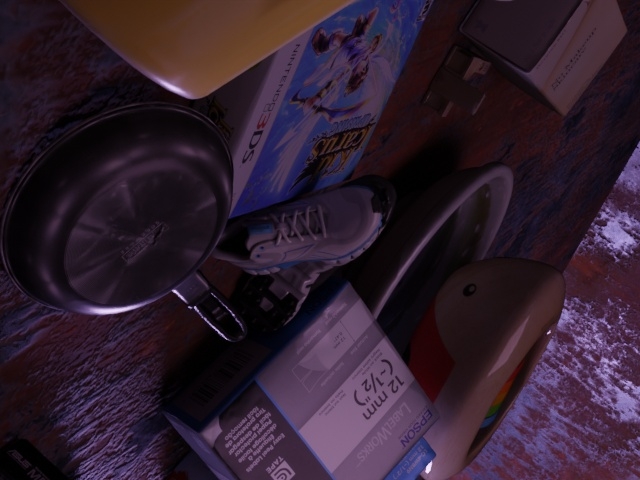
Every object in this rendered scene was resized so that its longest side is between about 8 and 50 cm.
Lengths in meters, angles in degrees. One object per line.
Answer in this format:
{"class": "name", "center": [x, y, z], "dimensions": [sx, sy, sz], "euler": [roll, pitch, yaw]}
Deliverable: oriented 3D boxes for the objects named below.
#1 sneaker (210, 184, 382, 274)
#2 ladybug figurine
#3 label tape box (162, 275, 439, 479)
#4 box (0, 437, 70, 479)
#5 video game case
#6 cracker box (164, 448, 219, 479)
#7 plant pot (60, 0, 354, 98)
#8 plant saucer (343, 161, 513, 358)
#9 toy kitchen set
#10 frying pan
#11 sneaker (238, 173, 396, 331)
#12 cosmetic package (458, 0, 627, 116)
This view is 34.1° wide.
{"class": "sneaker", "center": [-0.030, -0.007, 1.015], "dimensions": [0.190, 0.071, 0.083], "euler": [-19, 165, 31]}
{"class": "ladybug figurine", "center": [0.223, 0.192, 1.601], "dimensions": [0.305, 0.162, 0.449], "euler": [-36, 153, -44]}
{"class": "label tape box", "center": [0.012, 0.246, 1.269], "dimensions": [0.249, 0.115, 0.348], "euler": [-44, 115, -20]}
{"class": "box", "center": [-0.235, 0.303, 0.972], "dimensions": [0.045, 0.190, 0.184], "euler": [-35, 152, -41]}
{"class": "video game case", "center": [-0.007, -0.149, 0.956], "dimensions": [0.269, 0.061, 0.244], "euler": [-23, 144, -57]}
{"class": "cracker box", "center": [-0.072, 0.288, 1.377], "dimensions": [0.232, 0.155, 0.067], "euler": [-48, 161, -19]}
{"class": "plant pot", "center": [-0.038, -0.213, 0.542], "dimensions": [0.239, 0.254, 0.254], "euler": [-42, 163, 11]}
{"class": "plant saucer", "center": [0.130, 0.039, 1.525], "dimensions": [0.400, 0.100, 0.400], "euler": [-46, 159, -23]}
{"class": "toy kitchen set", "center": [0.186, -0.192, 1.324], "dimensions": [0.083, 0.068, 0.075], "euler": [-60, 160, 17]}
{"class": "frying pan", "center": [-0.145, 0.030, 0.849], "dimensions": [0.197, 0.053, 0.326], "euler": [-26, 140, -22]}
{"class": "sneaker", "center": [0.000, 0.000, 1.168], "dimensions": [0.234, 0.078, 0.106], "euler": [-46, -175, 27]}
{"class": "cosmetic package", "center": [0.304, -0.280, 1.385], "dimensions": [0.160, 0.113, 0.309], "euler": [-55, 162, 11]}
